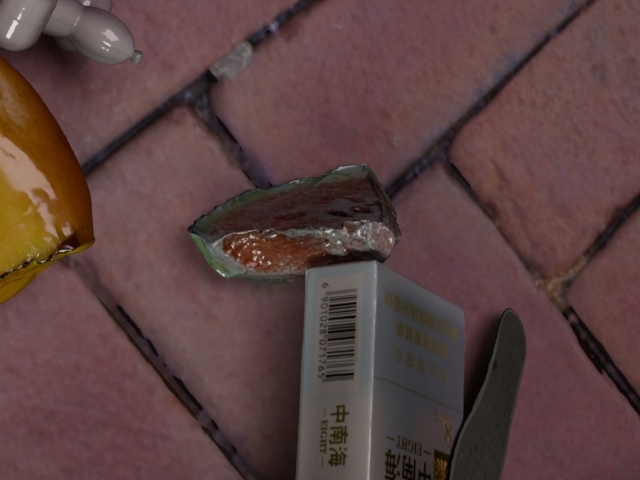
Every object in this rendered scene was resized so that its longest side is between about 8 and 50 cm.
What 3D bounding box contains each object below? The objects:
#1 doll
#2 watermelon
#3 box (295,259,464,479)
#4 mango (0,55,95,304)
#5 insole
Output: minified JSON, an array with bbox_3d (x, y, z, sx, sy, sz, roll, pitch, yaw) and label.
[{"bbox_3d":[-0.208,-0.174,1.182,0.161,0.059,0.160,34,14,16],"label":"doll"},{"bbox_3d":[0.000,0.000,1.251,0.187,0.139,0.071,-21,111,-35],"label":"watermelon"},{"bbox_3d":[0.047,0.152,1.226,0.155,0.067,0.243,26,61,-53],"label":"box"},{"bbox_3d":[-0.278,-0.071,1.103,0.187,0.138,0.257,-29,88,-22],"label":"mango"},{"bbox_3d":[0.137,0.147,1.311,0.080,0.003,0.232,61,36,-33],"label":"insole"}]
